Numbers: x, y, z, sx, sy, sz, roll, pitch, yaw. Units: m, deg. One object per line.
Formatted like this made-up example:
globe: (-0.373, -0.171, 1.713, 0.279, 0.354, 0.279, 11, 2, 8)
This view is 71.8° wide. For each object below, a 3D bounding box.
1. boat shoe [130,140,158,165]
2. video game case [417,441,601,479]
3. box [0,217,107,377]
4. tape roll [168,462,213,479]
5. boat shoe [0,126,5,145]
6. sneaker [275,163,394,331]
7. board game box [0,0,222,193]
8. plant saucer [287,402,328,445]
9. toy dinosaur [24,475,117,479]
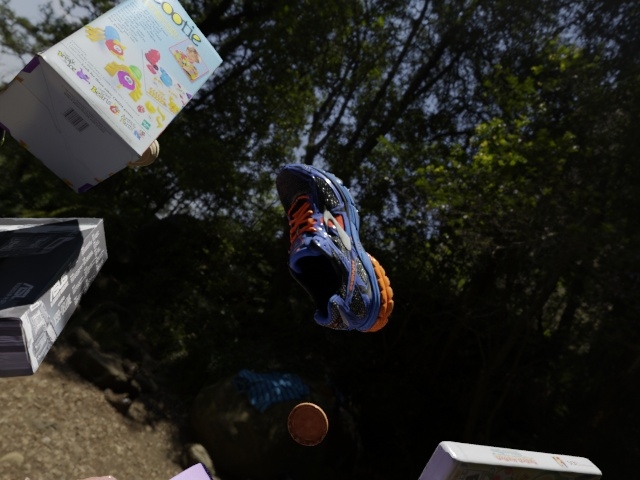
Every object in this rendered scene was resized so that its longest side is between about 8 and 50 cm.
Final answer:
boat shoe: (-0.500, -0.224, 0.931, 0.302, 0.109, 0.098, 19, 20, -23)
video game case: (0.146, 0.299, 0.428, 0.206, 0.227, 0.026, 18, 14, -26)
box: (-0.438, 0.054, 0.557, 0.307, 0.242, 0.077, -115, -154, -66)
tape roll: (-0.188, 0.291, 0.325, 0.090, 0.274, 0.275, 53, -6, 17)
boat shoe: (-0.537, -0.101, 0.600, 0.068, 0.228, 0.081, 8, -36, 30)
sneaker: (0.000, 0.000, 0.489, 0.087, 0.083, 0.221, -2, 55, -43)
board game box: (-0.278, -0.220, 0.616, 0.142, 0.275, 0.144, -18, -54, 31)
plant saucer: (-0.025, 0.373, 0.900, 0.083, 0.083, 0.013, 40, 7, 12)
toy dinosaur: (-0.308, 0.407, 0.643, 0.127, 0.200, 0.296, -102, 176, -53)
